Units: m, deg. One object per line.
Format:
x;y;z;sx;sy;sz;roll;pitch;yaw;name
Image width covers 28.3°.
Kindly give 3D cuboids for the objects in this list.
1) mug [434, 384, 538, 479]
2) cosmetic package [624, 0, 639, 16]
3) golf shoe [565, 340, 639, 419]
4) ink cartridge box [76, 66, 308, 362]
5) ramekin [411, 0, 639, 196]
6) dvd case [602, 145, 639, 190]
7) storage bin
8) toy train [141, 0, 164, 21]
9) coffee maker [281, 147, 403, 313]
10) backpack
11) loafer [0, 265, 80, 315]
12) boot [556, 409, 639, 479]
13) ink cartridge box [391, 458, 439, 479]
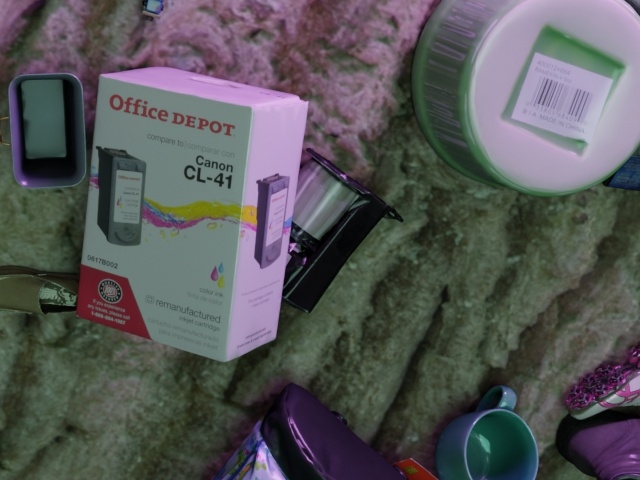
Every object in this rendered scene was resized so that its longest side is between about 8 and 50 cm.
0.233;0.297;1.784;0.158;0.097;0.129;-39;98;-33;mug
0.486;-0.323;1.672;0.238;0.107;0.127;31;98;-20;cosmetic package
0.444;0.215;1.839;0.186;0.067;0.086;-29;113;-6;golf shoe
-0.157;-0.036;1.513;0.226;0.131;0.306;14;107;25;ink cartridge box
0.282;-0.201;1.629;0.303;0.148;0.303;-4;107;-14;ramekin
0.508;-0.157;1.706;0.180;0.022;0.253;6;135;-16;dvd case
-0.333;-0.137;1.510;0.098;0.091;0.135;-4;106;-14;storage bin
-0.184;-0.339;1.521;0.027;0.036;0.158;12;102;-18;toy train
0.000;0.000;1.627;0.171;0.120;0.178;35;95;-22;coffee maker
-0.068;0.420;1.666;0.290;0.273;0.355;45;114;-3;backpack
-0.359;0.064;1.583;0.148;0.050;0.056;-1;106;-15;loafer
0.526;0.316;1.807;0.338;0.223;0.118;-8;107;-13;boot
0.133;0.383;1.771;0.179;0.045;0.145;40;136;-24;ink cartridge box
